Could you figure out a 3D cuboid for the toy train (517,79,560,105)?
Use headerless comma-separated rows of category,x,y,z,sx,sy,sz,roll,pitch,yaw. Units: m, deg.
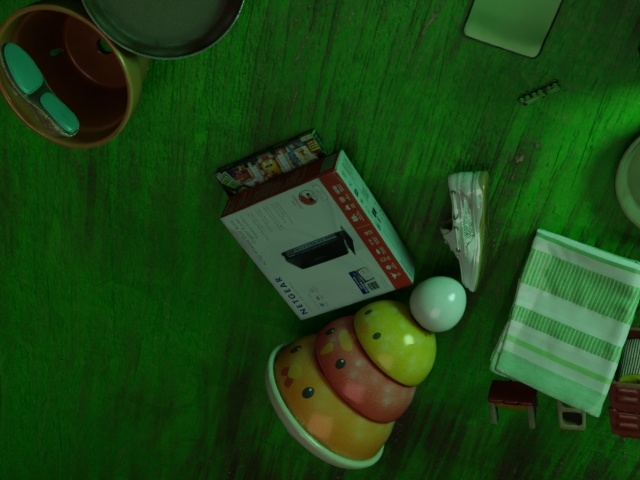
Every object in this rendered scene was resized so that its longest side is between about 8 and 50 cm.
toy train,0.415,-0.278,1.556,0.083,0.017,0.024,-22,125,28

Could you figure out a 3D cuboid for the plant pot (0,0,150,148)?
plant pot,-0.471,-0.358,1.647,0.290,0.203,0.291,8,124,11

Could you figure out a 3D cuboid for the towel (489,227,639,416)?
towel,0.502,0.164,1.684,0.247,0.038,0.325,22,102,30

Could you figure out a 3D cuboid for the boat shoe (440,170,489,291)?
boat shoe,0.300,-0.021,1.718,0.096,0.098,0.277,6,119,19

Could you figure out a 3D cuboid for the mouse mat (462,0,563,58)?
mouse mat,0.354,-0.432,1.477,0.152,0.007,0.190,20,127,3

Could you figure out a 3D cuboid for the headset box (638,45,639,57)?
headset box,0.641,-0.335,1.327,0.110,0.218,0.293,32,125,-6

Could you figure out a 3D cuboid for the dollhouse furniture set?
dollhouse furniture set,0.566,0.296,1.793,0.373,0.201,0.152,1,124,23

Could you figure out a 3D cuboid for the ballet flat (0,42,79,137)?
ballet flat,-0.546,-0.276,1.559,0.067,0.073,0.206,-17,114,42

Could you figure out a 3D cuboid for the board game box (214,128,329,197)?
board game box,-0.093,-0.139,1.791,0.259,0.030,0.136,-20,118,27

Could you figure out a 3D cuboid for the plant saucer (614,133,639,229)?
plant saucer,0.704,-0.121,1.562,0.277,0.041,0.278,8,124,12

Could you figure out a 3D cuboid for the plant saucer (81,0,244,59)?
plant saucer,-0.292,-0.490,1.516,0.310,0.050,0.311,-2,97,-16

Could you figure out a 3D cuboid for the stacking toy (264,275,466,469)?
stacking toy,0.136,0.244,1.837,0.350,0.351,0.480,38,112,-11

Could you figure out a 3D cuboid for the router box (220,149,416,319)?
router box,0.000,0.000,1.801,0.301,0.082,0.335,-21,122,27
